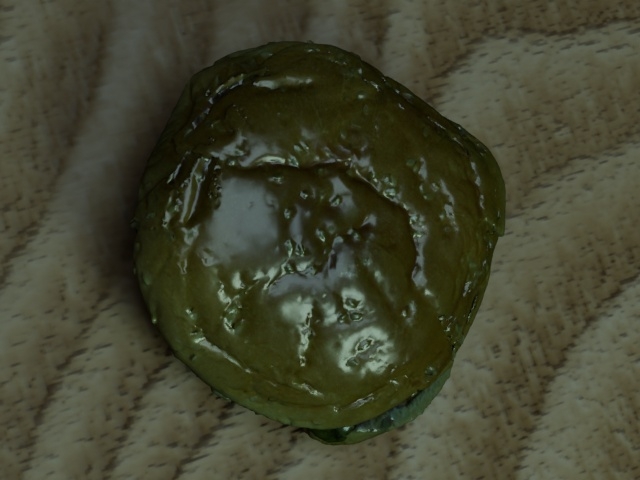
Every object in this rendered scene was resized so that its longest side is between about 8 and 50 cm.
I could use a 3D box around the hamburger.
[{"bbox_3d":[0.002,-0.001,1.442,0.284,0.134,0.266,27,67,-14],"label":"hamburger"}]
